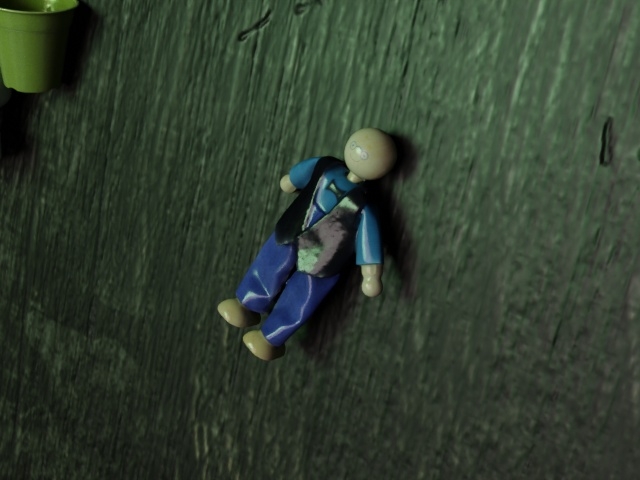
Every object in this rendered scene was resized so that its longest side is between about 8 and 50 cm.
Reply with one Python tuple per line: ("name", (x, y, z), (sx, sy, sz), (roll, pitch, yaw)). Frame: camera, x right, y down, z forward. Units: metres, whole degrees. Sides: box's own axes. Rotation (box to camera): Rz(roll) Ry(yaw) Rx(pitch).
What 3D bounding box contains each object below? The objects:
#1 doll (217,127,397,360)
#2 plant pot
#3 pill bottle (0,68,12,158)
("doll", (0.000, 0.000, 0.722), (0.129, 0.046, 0.189), (47, 114, 34))
("plant pot", (-0.260, -0.177, 0.882), (0.083, 0.083, 0.079), (26, 122, 32))
("pill bottle", (-0.355, -0.183, 0.916), (0.124, 0.124, 0.221), (-3, 93, 37))
